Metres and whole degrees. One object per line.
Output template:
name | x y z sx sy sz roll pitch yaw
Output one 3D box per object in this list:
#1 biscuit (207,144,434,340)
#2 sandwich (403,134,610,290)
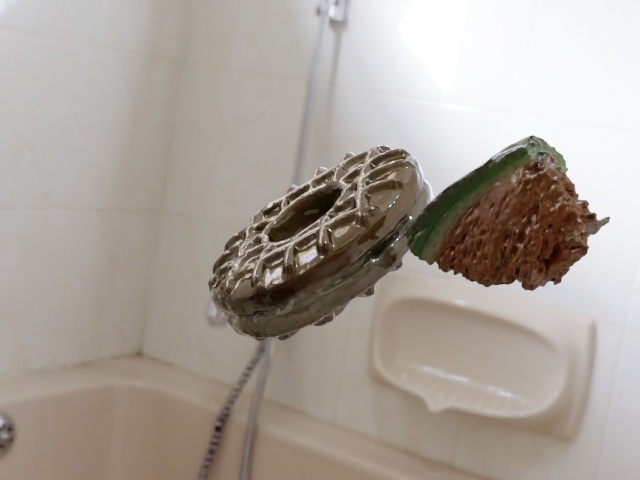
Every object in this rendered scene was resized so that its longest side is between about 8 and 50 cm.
biscuit | 0.000 0.000 1.346 0.332 0.103 0.332 -30 20 12
sandwich | 0.199 -0.010 1.095 0.109 0.185 0.160 1 52 -54
